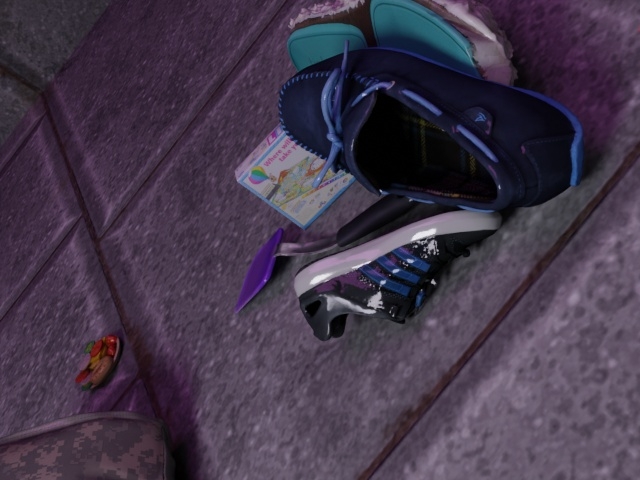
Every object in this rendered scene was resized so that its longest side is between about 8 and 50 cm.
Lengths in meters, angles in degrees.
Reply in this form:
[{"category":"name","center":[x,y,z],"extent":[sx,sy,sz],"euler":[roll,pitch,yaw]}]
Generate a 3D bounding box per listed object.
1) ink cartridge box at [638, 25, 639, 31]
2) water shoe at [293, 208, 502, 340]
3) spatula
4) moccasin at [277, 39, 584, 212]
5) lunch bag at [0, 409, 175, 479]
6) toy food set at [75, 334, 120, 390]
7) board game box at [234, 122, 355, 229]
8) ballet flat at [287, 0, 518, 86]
[{"category":"ink cartridge box","center":[0.291,-0.080,0.610],"extent":[0.067,0.115,0.198],"euler":[-42,31,19]},{"category":"water shoe","center":[0.075,0.032,0.870],"extent":[0.203,0.073,0.080],"euler":[-22,83,24]},{"category":"spatula","center":[0.000,0.000,1.030],"extent":[0.296,0.030,0.084],"euler":[-25,38,41]},{"category":"moccasin","center":[0.065,-0.104,0.864],"extent":[0.117,0.137,0.342],"euler":[-27,26,-35]},{"category":"lunch bag","center":[-0.271,0.305,0.950],"extent":[0.287,0.169,0.235],"euler":[-15,32,1]},{"category":"toy food set","center":[-0.296,0.162,1.297],"extent":[0.083,0.020,0.083],"euler":[-28,39,38]},{"category":"board game box","center":[-0.004,-0.095,1.062],"extent":[0.154,0.103,0.026],"euler":[-44,31,16]},{"category":"ballet flat","center":[0.098,-0.221,1.033],"extent":[0.147,0.147,0.409],"euler":[-56,30,-4]}]
